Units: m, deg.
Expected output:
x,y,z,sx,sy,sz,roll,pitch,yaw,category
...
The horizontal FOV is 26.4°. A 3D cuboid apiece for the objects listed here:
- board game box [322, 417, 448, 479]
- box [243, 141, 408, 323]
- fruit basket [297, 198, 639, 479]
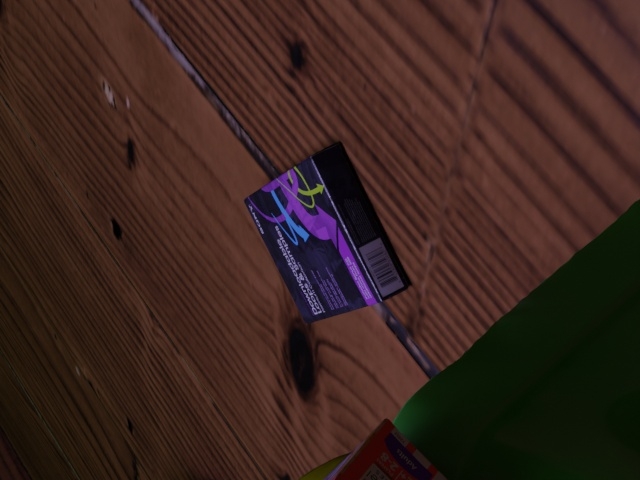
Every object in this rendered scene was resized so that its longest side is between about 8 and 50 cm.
x,y,z,sx,sy,sz,roll,pitch,yaw,category
0.018,0.176,0.519,0.147,0.045,0.193,43,130,4,board game box
0.000,0.000,1.030,0.116,0.029,0.162,63,159,0,box
0.110,0.177,0.646,0.392,0.283,0.392,30,138,32,fruit basket
